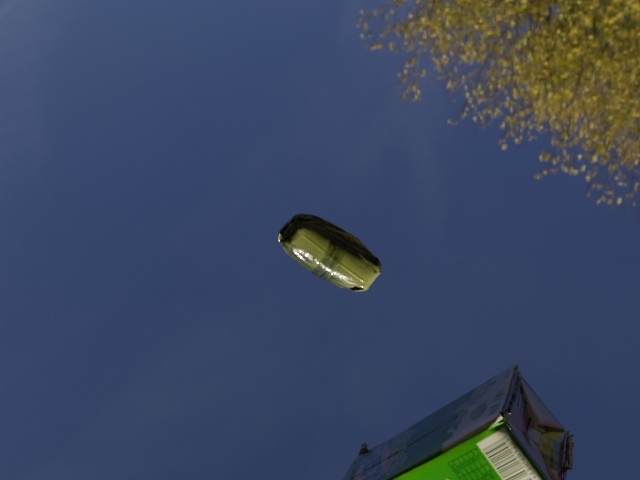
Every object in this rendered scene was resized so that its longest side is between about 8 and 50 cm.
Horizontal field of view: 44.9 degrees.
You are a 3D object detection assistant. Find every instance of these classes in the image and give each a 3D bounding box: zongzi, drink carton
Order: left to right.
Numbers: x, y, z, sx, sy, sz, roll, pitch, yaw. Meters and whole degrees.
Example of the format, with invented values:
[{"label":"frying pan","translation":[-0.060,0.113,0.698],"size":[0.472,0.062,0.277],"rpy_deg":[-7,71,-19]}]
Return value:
[{"label":"zongzi","translation":[0.000,0.000,0.770],"size":[0.052,0.104,0.113],"rpy_deg":[-52,-160,8]},{"label":"drink carton","translation":[0.145,0.264,0.891],"size":[0.271,0.161,0.108],"rpy_deg":[-36,-91,23]}]
